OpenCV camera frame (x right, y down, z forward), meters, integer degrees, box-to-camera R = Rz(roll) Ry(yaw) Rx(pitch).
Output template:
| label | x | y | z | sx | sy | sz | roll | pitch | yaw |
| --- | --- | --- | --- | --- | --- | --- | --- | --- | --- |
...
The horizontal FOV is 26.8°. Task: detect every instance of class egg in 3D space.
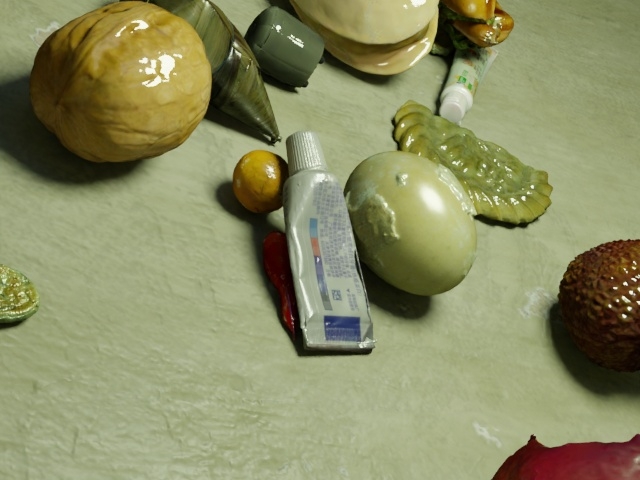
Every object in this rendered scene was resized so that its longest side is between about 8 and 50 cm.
| label | x | y | z | sx | sy | sz | roll | pitch | yaw |
| --- | --- | --- | --- | --- | --- | --- | --- | --- | --- |
| egg | 0.111 | -0.021 | 1.707 | 0.164 | 0.164 | 0.201 | -20 | 68 | -48 |

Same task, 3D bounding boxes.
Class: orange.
| label | x | y | z | sx | sy | sz | roll | pitch | yaw |
| --- | --- | --- | --- | --- | --- | --- | --- | --- | --- |
| orange | -0.074 | -0.074 | 1.691 | 0.070 | 0.083 | 0.083 | 12 | 27 | 27 |

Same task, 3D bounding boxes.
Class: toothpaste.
| label | x | y | z | sx | sy | sz | roll | pitch | yaw |
| --- | --- | --- | --- | --- | --- | --- | --- | --- | --- |
| toothpaste | 0.002 | 0.000 | 1.632 | 0.099 | 0.068 | 0.282 | -6 | 72 | -12 |
| toothpaste | 0.238 | -0.273 | 2.182 | 0.056 | 0.058 | 0.314 | -3 | 28 | 18 |

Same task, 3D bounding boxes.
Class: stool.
| label | x | y | z | sx | sy | sz | roll | pitch | yaw |
| --- | --- | --- | --- | --- | --- | --- | --- | --- | --- |
| stool | -0.053 | -0.275 | 1.925 | 0.110 | 0.096 | 0.096 | 29 | 36 | -17 |

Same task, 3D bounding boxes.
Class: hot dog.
| label | x | y | z | sx | sy | sz | roll | pitch | yaw |
| --- | --- | --- | --- | --- | --- | --- | --- | --- | --- |
| hot dog | 0.225 | -0.404 | 2.232 | 0.135 | 0.100 | 0.337 | 53 | 7 | -32 |

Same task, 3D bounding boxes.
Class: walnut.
| label | x | y | z | sx | sy | sz | roll | pitch | yaw |
| --- | --- | --- | --- | --- | --- | --- | --- | --- | --- |
| walnut | -0.237 | -0.186 | 1.604 | 0.195 | 0.195 | 0.222 | 45 | 39 | 14 |

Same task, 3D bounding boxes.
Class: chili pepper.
| label | x | y | z | sx | sy | sz | roll | pitch | yaw |
| --- | --- | --- | --- | --- | --- | --- | --- | --- | --- |
| chili pepper | -0.043 | 0.046 | 1.621 | 0.045 | 0.027 | 0.178 | 16 | 43 | -24 |

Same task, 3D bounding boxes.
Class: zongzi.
| label | x | y | z | sx | sy | sz | roll | pitch | yaw |
| --- | --- | --- | --- | --- | --- | --- | --- | --- | --- |
| zongzi | -0.158 | -0.253 | 1.832 | 0.242 | 0.112 | 0.221 | 47 | -1 | -36 |

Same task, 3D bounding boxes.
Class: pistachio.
| label | x | y | z | sx | sy | sz | roll | pitch | yaw |
| --- | --- | --- | --- | --- | --- | --- | --- | --- | --- |
| pistachio | 0.066 | -0.408 | 2.065 | 0.238 | 0.229 | 0.321 | -26 | 66 | -5 |

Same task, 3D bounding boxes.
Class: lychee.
| label | x | y | z | sx | sy | sz | roll | pitch | yaw |
| --- | --- | --- | --- | --- | --- | --- | --- | --- | --- |
| lychee | 0.413 | 0.086 | 1.799 | 0.194 | 0.194 | 0.194 | 21 | 38 | -18 |

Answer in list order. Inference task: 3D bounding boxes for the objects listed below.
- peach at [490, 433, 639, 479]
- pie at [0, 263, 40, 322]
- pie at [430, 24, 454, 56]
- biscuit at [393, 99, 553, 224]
| label | x | y | z | sx | sy | sz | roll | pitch | yaw |
| --- | --- | --- | --- | --- | --- | --- | --- | --- | --- |
| peach | 0.335 | 0.352 | 1.325 | 0.417 | 0.339 | 0.353 | -5 | 89 | -42 |
| pie | -0.332 | 0.056 | 1.393 | 0.084 | 0.021 | 0.084 | 17 | 40 | -15 |
| pie | 0.186 | -0.337 | 2.238 | 0.084 | 0.020 | 0.084 | 22 | 35 | -17 |
| biscuit | 0.227 | -0.102 | 1.989 | 0.274 | 0.036 | 0.187 | 27 | 37 | -10 |
